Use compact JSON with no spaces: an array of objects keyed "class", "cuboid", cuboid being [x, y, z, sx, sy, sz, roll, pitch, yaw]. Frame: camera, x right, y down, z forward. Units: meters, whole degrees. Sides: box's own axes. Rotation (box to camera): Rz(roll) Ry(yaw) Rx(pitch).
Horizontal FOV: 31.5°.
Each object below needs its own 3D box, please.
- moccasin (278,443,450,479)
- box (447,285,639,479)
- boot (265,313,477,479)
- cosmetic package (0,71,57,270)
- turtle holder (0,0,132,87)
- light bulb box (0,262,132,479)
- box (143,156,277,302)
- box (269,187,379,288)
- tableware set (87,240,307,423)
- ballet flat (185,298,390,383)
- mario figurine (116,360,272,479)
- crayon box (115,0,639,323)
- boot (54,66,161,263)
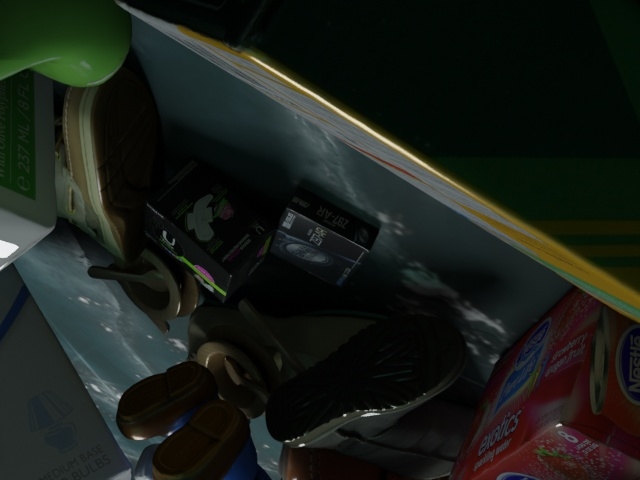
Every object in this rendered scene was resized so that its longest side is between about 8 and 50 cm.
[{"class":"moccasin","cuboid":[0.102,0.273,1.103,0.147,0.139,0.380,-8,135,42]},{"class":"box","cuboid":[0.183,0.122,0.747,0.122,0.128,0.257,26,155,1]},{"class":"boot","cuboid":[0.082,0.136,0.904,0.189,0.076,0.208,-25,143,32]},{"class":"cosmetic package","cuboid":[-0.329,-0.108,0.582,0.155,0.197,0.365,-31,142,29]},{"class":"turtle holder","cuboid":[-0.189,-0.184,0.466,0.227,0.243,0.320,30,-161,31]},{"class":"light bulb box","cuboid":[-0.400,0.150,0.960,0.361,0.357,0.225,56,158,14]},{"class":"box","cuboid":[-0.082,-0.007,0.830,0.083,0.052,0.062,41,156,8]},{"class":"box","cuboid":[0.000,0.000,0.823,0.067,0.018,0.083,28,155,-2]},{"class":"tableware set","cuboid":[-0.107,0.072,0.931,0.194,0.039,0.128,49,140,5]},{"class":"ballet flat","cuboid":[-0.027,0.103,0.971,0.248,0.086,0.086,1,144,43]},{"class":"mario figurine","cuboid":[-0.071,0.265,0.924,0.170,0.198,0.321,-15,123,18]},{"class":"crayon box","cuboid":[0.090,-0.040,0.462,0.323,0.083,0.203,30,-177,-25]},{"class":"boot","cuboid":[-0.201,-0.075,0.816,0.165,0.077,0.213,26,155,10]}]
